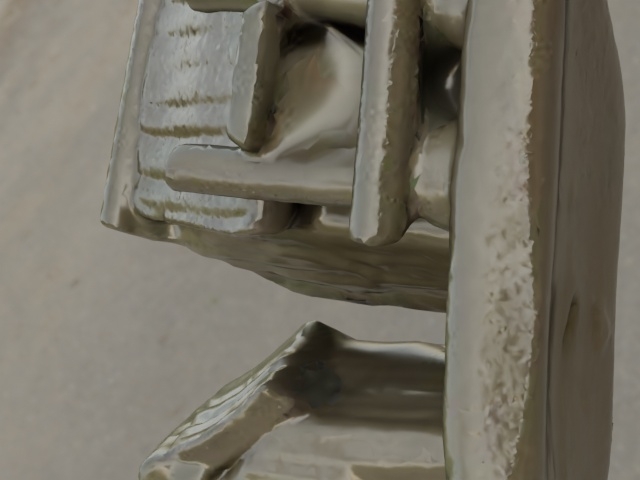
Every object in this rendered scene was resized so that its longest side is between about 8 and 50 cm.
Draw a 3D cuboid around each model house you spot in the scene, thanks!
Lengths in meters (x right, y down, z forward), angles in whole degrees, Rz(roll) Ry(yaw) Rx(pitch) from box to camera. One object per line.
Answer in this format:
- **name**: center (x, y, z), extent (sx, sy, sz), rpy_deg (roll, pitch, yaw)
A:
- **model house**: center (0.008, 0.000, 0.559), extent (0.188, 0.229, 0.122), rpy_deg (5, 6, 35)
